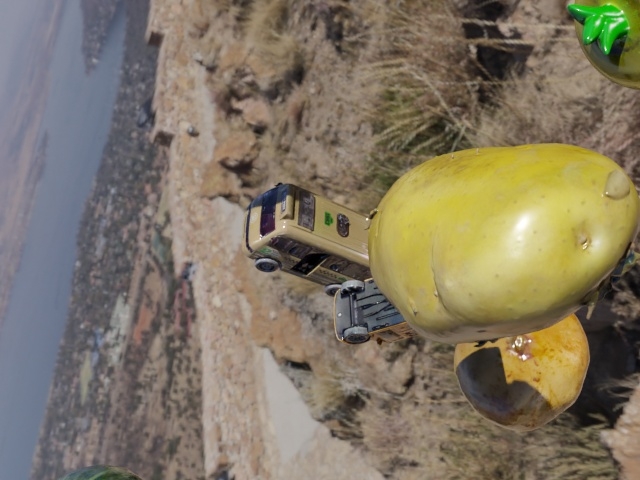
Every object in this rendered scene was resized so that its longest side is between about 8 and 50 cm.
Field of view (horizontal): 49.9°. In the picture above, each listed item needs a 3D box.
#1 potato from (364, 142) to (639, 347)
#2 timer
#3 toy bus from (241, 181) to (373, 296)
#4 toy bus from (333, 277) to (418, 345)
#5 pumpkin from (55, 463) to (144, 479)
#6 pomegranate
[{"bbox_3d":[0.122,-0.001,0.542,0.173,0.140,0.300,-46,10,-4],"label":"potato"},{"bbox_3d":[0.493,-0.351,1.055,0.285,0.285,0.285,-38,45,51],"label":"timer"},{"bbox_3d":[0.000,0.000,1.341,0.157,0.290,0.139,-39,37,44],"label":"toy bus"},{"bbox_3d":[0.115,0.086,0.916,0.195,0.088,0.083,-21,55,28],"label":"toy bus"},{"bbox_3d":[-0.208,0.289,0.616,0.167,0.125,0.167,-16,37,12],"label":"pumpkin"},{"bbox_3d":[0.348,0.207,1.204,0.248,0.248,0.248,-38,45,51],"label":"pomegranate"}]
